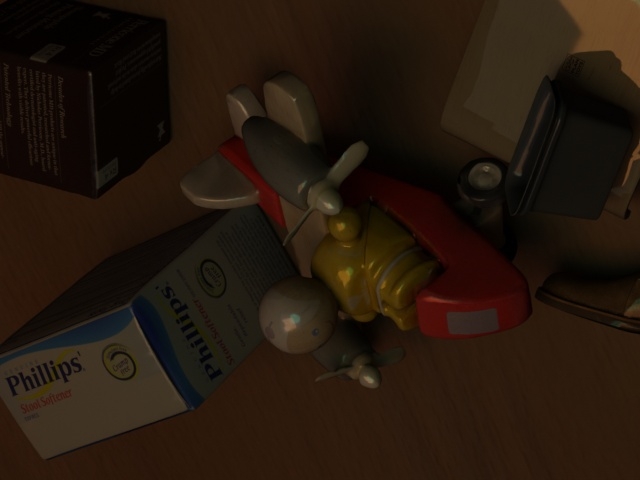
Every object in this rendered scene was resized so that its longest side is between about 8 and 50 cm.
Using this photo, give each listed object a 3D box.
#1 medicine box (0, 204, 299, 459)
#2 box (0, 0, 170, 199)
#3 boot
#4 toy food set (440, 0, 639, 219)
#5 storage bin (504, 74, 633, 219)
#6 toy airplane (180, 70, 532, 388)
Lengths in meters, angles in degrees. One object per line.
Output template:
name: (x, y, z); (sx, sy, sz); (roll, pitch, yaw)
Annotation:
medicine box: (-0.206, 0.104, 2.177); (0.263, 0.289, 0.149); (-22, 105, 37)
box: (-0.307, -0.175, 2.149); (0.203, 0.168, 0.167); (14, 123, 22)
boot: (0.380, 0.052, 1.953); (0.305, 0.112, 0.115); (8, 94, 28)
toy food set: (0.272, -0.193, 1.871); (0.220, 0.092, 0.306); (28, 120, 15)
storage bin: (0.249, -0.087, 1.824); (0.091, 0.098, 0.135); (14, 119, -9)
toy airplane: (0.000, 0.000, 2.006); (0.386, 0.272, 0.384); (43, 151, -17)
